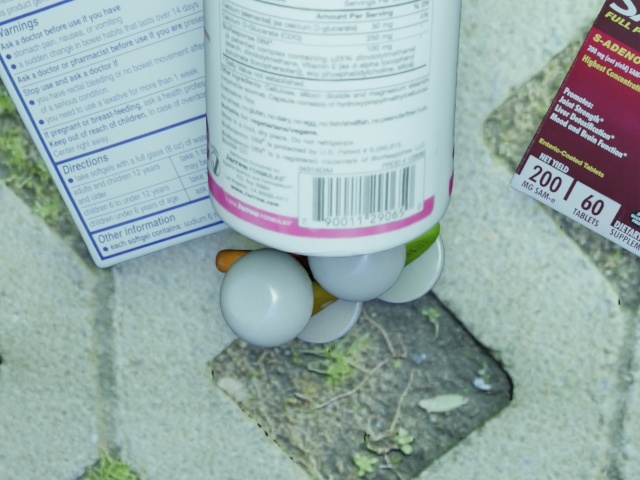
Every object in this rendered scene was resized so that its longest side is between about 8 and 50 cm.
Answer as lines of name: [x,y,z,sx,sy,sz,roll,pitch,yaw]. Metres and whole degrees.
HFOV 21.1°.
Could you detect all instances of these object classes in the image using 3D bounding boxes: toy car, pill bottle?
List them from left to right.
toy car: [0.000,0.000,1.334,0.182,0.159,0.136,-28,78,19]
pill bottle: [0.008,-0.147,1.050,0.160,0.160,0.283,3,120,3]

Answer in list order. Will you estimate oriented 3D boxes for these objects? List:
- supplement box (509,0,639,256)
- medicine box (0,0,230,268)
supplement box: [0.251,-0.116,1.254,0.130,0.073,0.239,29,119,8]
medicine box: [-0.088,-0.164,1.226,0.264,0.149,0.289,-17,117,13]
